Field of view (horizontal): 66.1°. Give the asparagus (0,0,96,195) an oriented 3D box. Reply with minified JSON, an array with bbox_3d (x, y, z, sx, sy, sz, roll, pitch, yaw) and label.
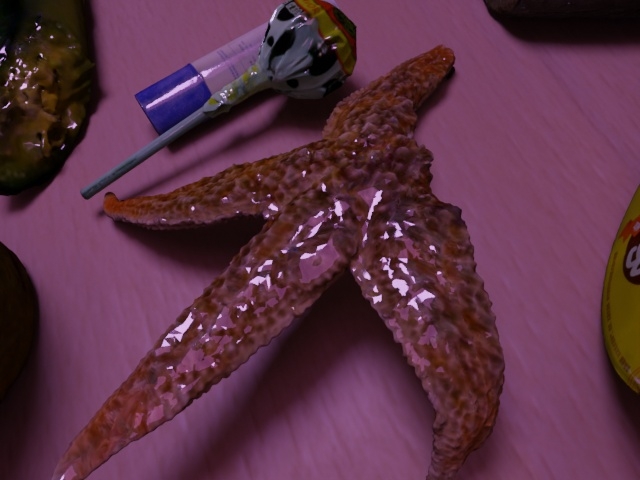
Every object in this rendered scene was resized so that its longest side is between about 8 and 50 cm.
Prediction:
[{"bbox_3d":[-0.321,-0.229,0.551,0.128,0.108,0.382,-16,64,-3],"label":"asparagus"}]

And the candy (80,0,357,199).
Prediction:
[{"bbox_3d":[-0.097,-0.123,0.473,0.305,0.083,0.091,-35,101,-1],"label":"candy"}]

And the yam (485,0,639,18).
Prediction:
[{"bbox_3d":[0.304,-0.301,0.498,0.254,0.154,0.154,0,63,5],"label":"yam"}]

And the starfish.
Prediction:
[{"bbox_3d":[-0.001,-0.004,0.398,0.383,0.132,0.398,-18,59,2],"label":"starfish"}]

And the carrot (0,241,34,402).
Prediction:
[{"bbox_3d":[-0.348,0.046,0.310,0.241,0.341,0.242,3,72,-8],"label":"carrot"}]

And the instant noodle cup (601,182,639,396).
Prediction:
[{"bbox_3d":[0.349,0.002,0.269,0.221,0.311,0.311,26,68,7],"label":"instant noodle cup"}]

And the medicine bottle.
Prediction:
[{"bbox_3d":[-0.081,-0.186,0.526,0.230,0.059,0.059,-33,64,-11],"label":"medicine bottle"}]
